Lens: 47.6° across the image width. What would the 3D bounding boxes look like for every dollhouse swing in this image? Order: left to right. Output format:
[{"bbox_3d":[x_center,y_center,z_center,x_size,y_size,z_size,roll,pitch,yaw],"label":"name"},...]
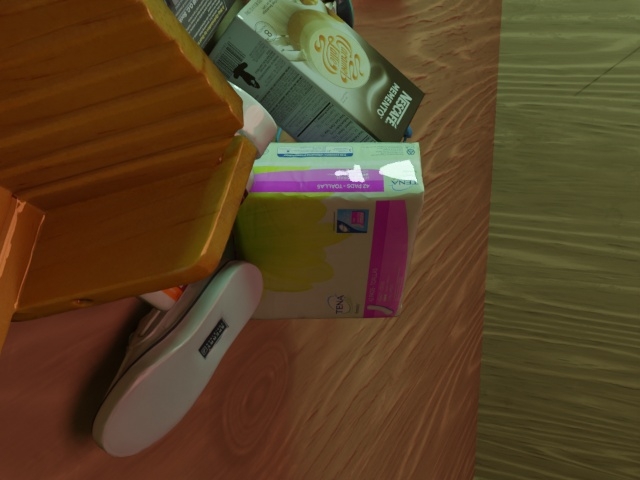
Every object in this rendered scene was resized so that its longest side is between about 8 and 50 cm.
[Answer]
[{"bbox_3d":[-0.227,0.025,0.445,0.347,0.315,0.304,48,33,-61],"label":"dollhouse swing"}]

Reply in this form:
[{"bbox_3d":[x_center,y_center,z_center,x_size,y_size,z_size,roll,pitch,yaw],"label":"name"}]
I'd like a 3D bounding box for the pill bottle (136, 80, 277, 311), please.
[{"bbox_3d":[-0.143,-0.050,0.730,0.221,0.121,0.121,-58,150,-13],"label":"pill bottle"}]

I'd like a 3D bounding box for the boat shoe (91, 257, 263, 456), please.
[{"bbox_3d":[-0.173,0.118,0.822,0.267,0.088,0.096,-56,141,-28],"label":"boat shoe"}]

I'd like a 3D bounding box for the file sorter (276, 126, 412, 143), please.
[{"bbox_3d":[0.036,-0.158,1.113,0.118,0.170,0.104,45,58,-61],"label":"file sorter"}]

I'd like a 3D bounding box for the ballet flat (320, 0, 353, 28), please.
[{"bbox_3d":[0.003,-0.391,1.110,0.203,0.074,0.074,79,29,-49],"label":"ballet flat"}]

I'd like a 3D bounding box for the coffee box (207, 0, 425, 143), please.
[{"bbox_3d":[-0.002,-0.206,0.926,0.247,0.098,0.141,39,49,-11],"label":"coffee box"}]

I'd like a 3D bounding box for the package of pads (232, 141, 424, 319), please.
[{"bbox_3d":[0.000,0.000,0.933,0.296,0.229,0.101,90,-1,-55],"label":"package of pads"}]

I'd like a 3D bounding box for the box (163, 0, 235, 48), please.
[{"bbox_3d":[-0.172,-0.307,0.710,0.242,0.077,0.307,68,37,-49],"label":"box"}]
